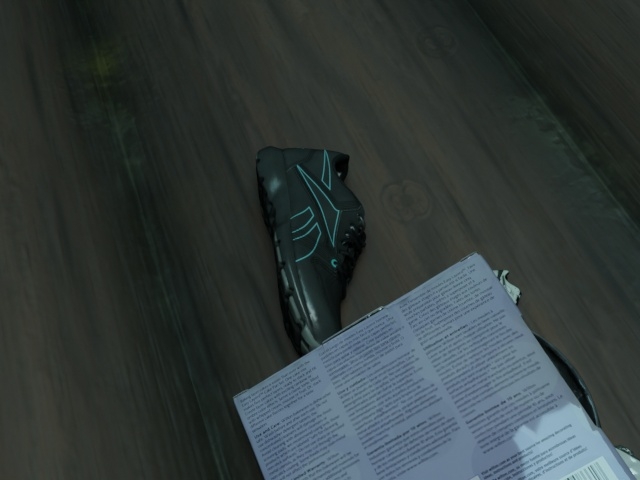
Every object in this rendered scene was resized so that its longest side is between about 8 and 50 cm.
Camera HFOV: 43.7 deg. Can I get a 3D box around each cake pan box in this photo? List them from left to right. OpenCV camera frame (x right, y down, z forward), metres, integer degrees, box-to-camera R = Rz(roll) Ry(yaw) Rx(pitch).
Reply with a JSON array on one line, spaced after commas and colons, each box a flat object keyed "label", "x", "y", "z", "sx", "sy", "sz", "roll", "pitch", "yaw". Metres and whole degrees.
[{"label": "cake pan box", "x": 0.088, "y": 0.169, "z": 0.639, "sx": 0.267, "sy": 0.070, "sz": 0.245, "roll": -32, "pitch": 58, "yaw": 3}]

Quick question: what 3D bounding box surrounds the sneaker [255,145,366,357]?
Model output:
[{"label": "sneaker", "x": 0.000, "y": 0.000, "z": 0.799, "sx": 0.106, "sy": 0.101, "sz": 0.267, "roll": -7, "pitch": 54, "yaw": -7}]

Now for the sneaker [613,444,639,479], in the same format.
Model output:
[{"label": "sneaker", "x": 0.293, "y": 0.260, "z": 0.608, "sx": 0.272, "sy": 0.100, "sz": 0.108, "roll": 25, "pitch": 67, "yaw": 26}]

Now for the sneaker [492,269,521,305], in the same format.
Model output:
[{"label": "sneaker", "x": 0.185, "y": 0.061, "z": 0.790, "sx": 0.037, "sy": 0.032, "sz": 0.083, "roll": -11, "pitch": 54, "yaw": -7}]
